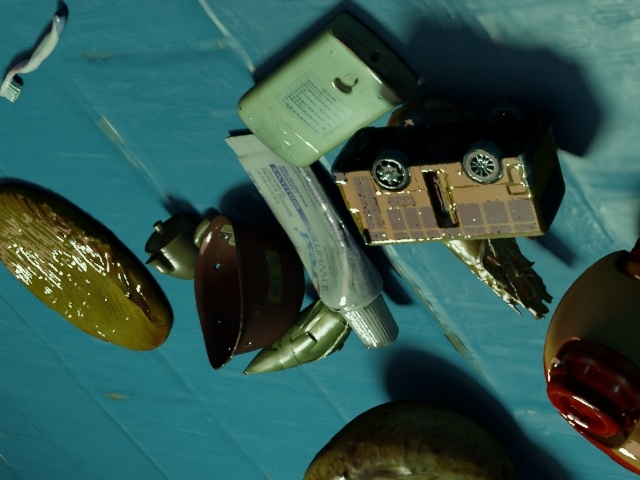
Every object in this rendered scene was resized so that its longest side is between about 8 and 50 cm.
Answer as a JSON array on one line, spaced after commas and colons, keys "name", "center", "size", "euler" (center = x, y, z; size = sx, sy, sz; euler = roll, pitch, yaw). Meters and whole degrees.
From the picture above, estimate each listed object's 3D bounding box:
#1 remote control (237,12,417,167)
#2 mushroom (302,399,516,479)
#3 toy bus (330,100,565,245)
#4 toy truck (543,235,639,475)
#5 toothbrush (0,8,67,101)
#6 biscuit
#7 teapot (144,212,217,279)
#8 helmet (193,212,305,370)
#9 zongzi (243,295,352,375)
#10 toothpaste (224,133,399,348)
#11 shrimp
[{"name": "remote control", "center": [0.001, -0.136, 1.561], "size": [0.098, 0.038, 0.233], "euler": [42, 153, -10]}, {"name": "mushroom", "center": [0.125, 0.311, 1.956], "size": [0.283, 0.195, 0.263], "euler": [31, 118, 4]}, {"name": "toy bus", "center": [0.112, -0.052, 1.431], "size": [0.182, 0.091, 0.103], "euler": [-4, 121, 27]}, {"name": "toy truck", "center": [0.316, 0.136, 1.461], "size": [0.265, 0.189, 0.239], "euler": [34, 162, 7]}, {"name": "toothbrush", "center": [-0.326, -0.206, 1.871], "size": [0.027, 0.021, 0.269], "euler": [30, 156, -14]}, {"name": "biscuit", "center": [-0.340, 0.044, 2.280], "size": [0.318, 0.040, 0.318], "euler": [30, 153, 17]}, {"name": "teapot", "center": [-0.157, 0.007, 1.954], "size": [0.110, 0.085, 0.080], "euler": [-21, 122, 38]}, {"name": "helmet", "center": [-0.071, 0.061, 1.859], "size": [0.106, 0.175, 0.155], "euler": [6, 159, -21]}, {"name": "zongzi", "center": [-0.020, 0.103, 1.879], "size": [0.062, 0.130, 0.154], "euler": [62, 158, 16]}, {"name": "toothpaste", "center": [0.002, -0.001, 1.768], "size": [0.099, 0.068, 0.282], "euler": [-20, 116, 28]}, {"name": "shrimp", "center": [0.150, -0.030, 1.526], "size": [0.150, 0.068, 0.249], "euler": [-5, 127, 47]}]
